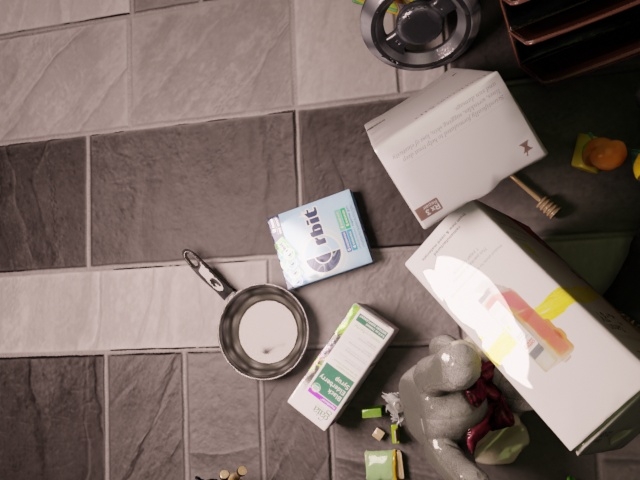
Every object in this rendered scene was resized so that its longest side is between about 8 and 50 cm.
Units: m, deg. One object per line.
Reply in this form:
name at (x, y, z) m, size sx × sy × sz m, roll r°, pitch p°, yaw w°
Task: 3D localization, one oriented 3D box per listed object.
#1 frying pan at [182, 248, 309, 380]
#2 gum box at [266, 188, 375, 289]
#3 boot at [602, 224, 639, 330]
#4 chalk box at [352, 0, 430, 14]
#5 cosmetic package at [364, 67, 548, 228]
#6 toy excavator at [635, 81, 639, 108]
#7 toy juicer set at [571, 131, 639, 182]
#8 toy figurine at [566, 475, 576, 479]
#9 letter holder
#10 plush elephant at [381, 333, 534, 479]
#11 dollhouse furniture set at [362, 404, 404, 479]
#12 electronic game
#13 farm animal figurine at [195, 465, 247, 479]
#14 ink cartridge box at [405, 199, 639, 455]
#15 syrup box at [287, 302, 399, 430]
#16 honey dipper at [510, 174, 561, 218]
frying pan at (-0.173, 0.164, 1.375) m, size 0.326 × 0.053 × 0.197 m, roll 21°, pitch 90°, yaw 17°
gum box at (0.000, 0.000, 1.352) m, size 0.185 × 0.041 × 0.156 m, roll -20°, pitch 81°, yaw 11°
boot at (0.668, 0.128, 1.121) m, size 0.377 × 0.138 × 0.284 m, roll 36°, pitch 93°, yaw 18°
chalk box at (0.169, -0.529, 1.312) m, size 0.213 × 0.132 × 0.132 m, roll 22°, pitch 90°, yaw 16°
cosmetic package at (0.206, -0.174, 1.130) m, size 0.217 × 0.385 × 0.156 m, roll -33°, pitch 101°, yaw 8°
toy excavator at (0.799, -0.286, 1.056) m, size 0.432 × 0.445 × 0.222 m, roll -60°, pitch 41°, yaw 24°
toy juicer set at (0.601, -0.124, 1.126) m, size 0.329 × 0.209 × 0.089 m, roll 22°, pitch 99°, yaw 16°
toy figurine at (0.424, 0.534, 1.169) m, size 0.159 × 0.130 × 0.173 m, roll -39°, pitch 55°, yaw 17°
letter holder at (0.496, -0.405, 1.153) m, size 0.302 × 0.214 × 0.152 m, roll -20°, pitch 113°, yaw 12°
plush elephant at (0.284, 0.281, 1.155) m, size 0.256 × 0.330 × 0.271 m, roll -10°, pitch 87°, yaw -17°
dollhouse furniture set at (0.115, 0.397, 1.276) m, size 0.076 × 0.058 × 0.151 m, roll -7°, pitch 83°, yaw 14°
electronic game at (0.190, -0.417, 1.259) m, size 0.230 × 0.229 × 0.048 m, roll -5°, pitch 53°, yaw 14°
farm animal figurine at (-0.084, 0.606, 1.235) m, size 0.327 × 0.172 × 0.330 m, roll 7°, pitch 47°, yaw -12°
ink cartridge box at (0.362, 0.130, 1.054) m, size 0.160 × 0.279 × 0.384 m, roll -50°, pitch 54°, yaw 18°
syrup box at (0.046, 0.243, 1.289) m, size 0.093 × 0.096 × 0.236 m, roll 35°, pitch 93°, yaw 14°
honey dipper at (0.390, -0.103, 1.271) m, size 0.161 × 0.030 × 0.030 m, roll 43°, pitch 96°, yaw 17°
